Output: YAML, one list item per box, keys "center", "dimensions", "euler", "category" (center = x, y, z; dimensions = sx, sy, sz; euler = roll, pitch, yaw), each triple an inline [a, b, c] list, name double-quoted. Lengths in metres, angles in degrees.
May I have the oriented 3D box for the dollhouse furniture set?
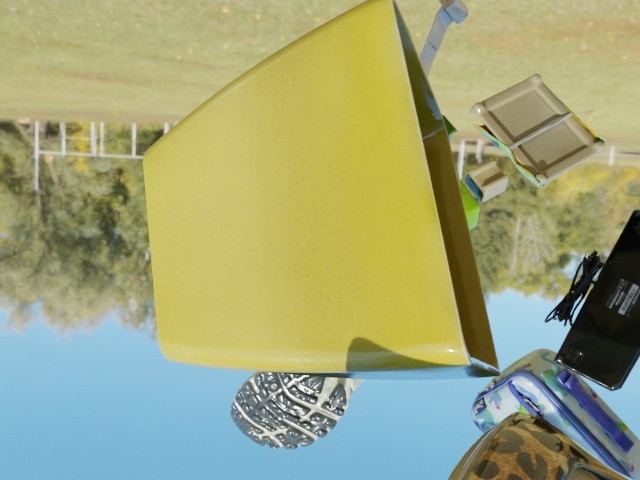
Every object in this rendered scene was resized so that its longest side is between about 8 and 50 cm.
- center: [0.309, -0.138, 1.215]
  dimensions: [0.302, 0.197, 0.151]
  euler: [-27, 157, -14]
  category: "dollhouse furniture set"

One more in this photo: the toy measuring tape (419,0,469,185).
- center: [0.123, -0.117, 0.770]
  dimensions: [0.122, 0.329, 0.121]
  euler: [24, -179, 0]
  category: "toy measuring tape"

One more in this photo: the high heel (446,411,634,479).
- center: [0.165, 0.171, 0.347]
  dimensions: [0.186, 0.093, 0.261]
  euler: [26, 180, 33]
  category: "high heel"

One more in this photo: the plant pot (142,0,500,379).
- center: [0.000, 0.000, 0.468]
  dimensions: [0.187, 0.212, 0.212]
  euler: [-13, 164, 15]
  category: "plant pot"

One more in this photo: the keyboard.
- center: [0.315, 0.056, 0.732]
  dimensions: [0.100, 0.191, 0.038]
  euler: [28, -173, 16]
  category: "keyboard"

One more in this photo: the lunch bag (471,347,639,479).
- center: [0.328, 0.266, 0.949]
  dimensions: [0.090, 0.219, 0.176]
  euler: [-33, 166, -35]
  category: "lunch bag"

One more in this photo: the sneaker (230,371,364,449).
- center: [0.012, 0.146, 0.836]
  dimensions: [0.283, 0.110, 0.122]
  euler: [-40, -174, 15]
  category: "sneaker"
